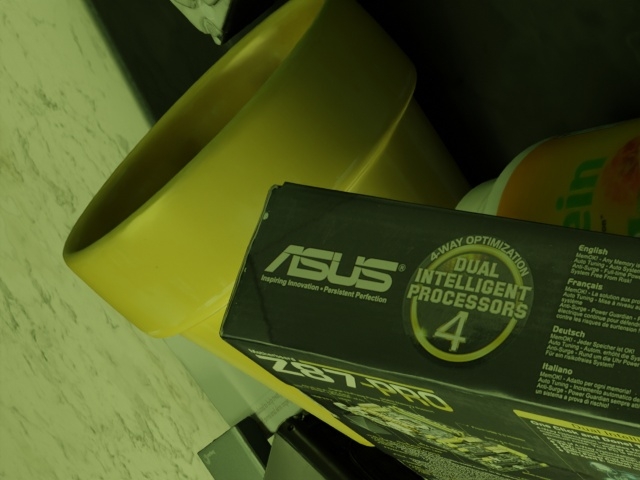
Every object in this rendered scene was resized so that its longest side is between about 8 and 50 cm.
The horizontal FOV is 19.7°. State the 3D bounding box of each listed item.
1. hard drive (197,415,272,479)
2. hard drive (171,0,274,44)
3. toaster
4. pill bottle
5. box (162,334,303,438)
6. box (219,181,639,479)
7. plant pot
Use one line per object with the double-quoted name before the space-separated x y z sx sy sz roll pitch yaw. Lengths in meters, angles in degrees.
"hard drive" -0.040 0.209 1.466 0.135 0.022 0.094 56 151 4
"hard drive" -0.148 -0.306 1.223 0.339 0.064 0.237 48 161 5
"toaster" 0.070 0.201 1.373 0.186 0.168 0.110 40 126 32
"pill bottle" 0.175 0.001 1.029 0.246 0.136 0.136 -10 113 61
"box" -0.044 0.044 1.449 0.182 0.119 0.181 53 153 4
"box" 0.193 0.097 0.898 0.395 0.097 0.318 10 164 34
"plant pot" 0.000 0.000 1.217 0.239 0.254 0.254 45 155 -13
